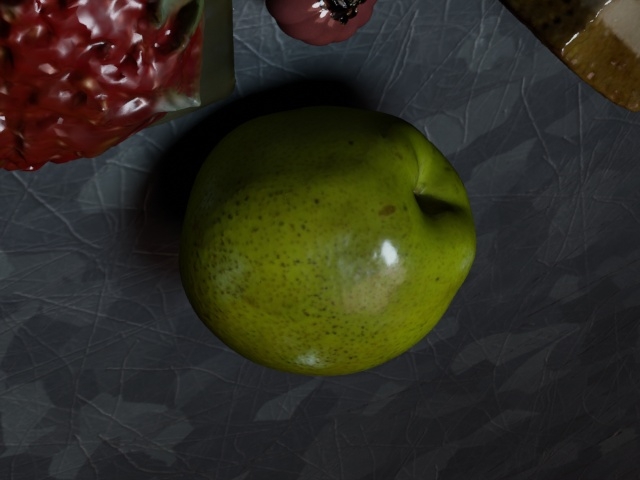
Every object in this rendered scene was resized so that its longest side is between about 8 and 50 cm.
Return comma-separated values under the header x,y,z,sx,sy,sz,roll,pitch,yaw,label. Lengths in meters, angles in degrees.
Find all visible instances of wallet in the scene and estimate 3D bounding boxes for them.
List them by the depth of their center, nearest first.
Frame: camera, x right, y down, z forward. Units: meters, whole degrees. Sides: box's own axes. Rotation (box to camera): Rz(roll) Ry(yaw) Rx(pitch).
x,y,z,sx,sy,sz,roll,pitch,yaw,label
-0.129,-0.183,1.587,0.110,0.031,0.198,-23,149,-16,wallet

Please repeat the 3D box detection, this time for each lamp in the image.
x,y,z,sx,sy,sz,roll,pitch,yaw,label
0.001,-0.226,1.581,0.107,0.092,0.107,-9,109,-27,lamp

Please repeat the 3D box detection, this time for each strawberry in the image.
x,y,z,sx,sy,sz,roll,pitch,yaw,label
-0.247,-0.182,1.288,0.343,0.292,0.292,-15,149,1,strawberry

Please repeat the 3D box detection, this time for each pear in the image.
x,y,z,sx,sy,sz,roll,pitch,yaw,label
0.000,0.000,1.746,0.294,0.294,0.294,-23,149,-14,pear

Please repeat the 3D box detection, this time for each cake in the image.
x,y,z,sx,sy,sz,roll,pitch,yaw,label
0.300,-0.293,1.659,0.293,0.199,0.196,-45,143,15,cake
